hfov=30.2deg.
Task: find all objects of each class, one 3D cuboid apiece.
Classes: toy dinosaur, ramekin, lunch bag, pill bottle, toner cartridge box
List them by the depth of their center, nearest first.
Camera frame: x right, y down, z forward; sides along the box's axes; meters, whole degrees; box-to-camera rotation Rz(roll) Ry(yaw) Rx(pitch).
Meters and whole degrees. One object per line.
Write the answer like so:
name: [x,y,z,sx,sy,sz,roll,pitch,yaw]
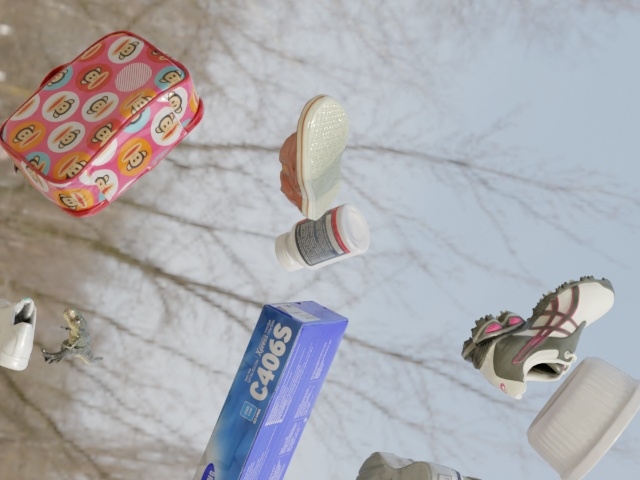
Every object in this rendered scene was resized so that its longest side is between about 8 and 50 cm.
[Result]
toner cartridge box: [-0.082,0.263,1.794,0.165,0.075,0.348,4,110,-63]
lunch bag: [-0.358,-0.197,1.870,0.258,0.293,0.120,35,-19,35]
ramekin: [0.427,0.286,1.933,0.207,0.109,0.207,-50,169,-13]
pill bottle: [0.000,0.000,2.426,0.180,0.108,0.108,-20,-128,30]
toy dinosaur: [-0.564,0.243,2.674,0.268,0.118,0.064,89,-22,-61]

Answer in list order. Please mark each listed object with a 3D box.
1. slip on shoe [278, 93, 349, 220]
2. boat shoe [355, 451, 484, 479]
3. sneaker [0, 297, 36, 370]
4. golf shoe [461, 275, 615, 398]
slip on shoe: [-0.023,-0.141,1.972,0.123,0.101,0.331,-51,167,-19]
boat shoe: [0.109,0.303,1.343,0.302,0.094,0.109,150,-42,-73]
sneaker: [-0.499,0.128,1.946,0.094,0.080,0.212,-66,-151,11]
golf shoe: [0.333,0.142,1.709,0.120,0.272,0.105,52,-31,29]
